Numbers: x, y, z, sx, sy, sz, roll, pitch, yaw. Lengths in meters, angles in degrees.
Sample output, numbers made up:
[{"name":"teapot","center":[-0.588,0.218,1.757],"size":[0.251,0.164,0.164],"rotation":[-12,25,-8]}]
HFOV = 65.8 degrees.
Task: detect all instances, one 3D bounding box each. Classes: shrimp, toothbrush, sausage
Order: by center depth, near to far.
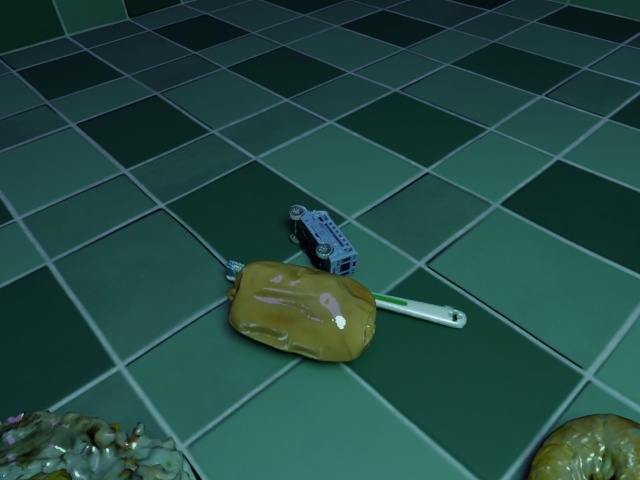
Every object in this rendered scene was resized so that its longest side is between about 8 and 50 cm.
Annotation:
[{"name":"shrimp","center":[0.279,0.302,0.538],"size":[0.287,0.063,0.152],"rotation":[-45,14,-30]},{"name":"sausage","center":[-0.032,0.105,0.767],"size":[0.241,0.120,0.136],"rotation":[14,34,18]},{"name":"toothbrush","center":[0.035,0.094,0.843],"size":[0.418,0.040,0.042],"rotation":[12,47,10]}]

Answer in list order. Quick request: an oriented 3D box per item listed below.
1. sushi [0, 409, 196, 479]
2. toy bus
[{"name":"sushi","center":[-0.282,0.335,0.434],"size":[0.417,0.176,0.417],"rotation":[-12,24,6]},{"name":"toy bus","center":[0.000,0.000,0.916],"size":[0.076,0.073,0.167],"rotation":[-18,48,-20]}]
